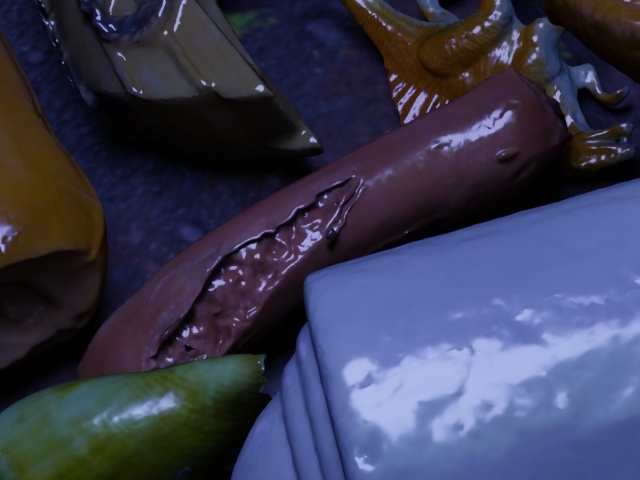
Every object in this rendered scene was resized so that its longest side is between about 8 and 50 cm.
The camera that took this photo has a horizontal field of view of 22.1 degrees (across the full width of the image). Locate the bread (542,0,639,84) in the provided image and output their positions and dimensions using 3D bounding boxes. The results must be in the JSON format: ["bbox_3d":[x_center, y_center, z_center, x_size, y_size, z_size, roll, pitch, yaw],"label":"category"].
[{"bbox_3d":[0.296,-0.127,0.775,0.340,0.194,0.179,5,21,-24],"label":"bread"}]

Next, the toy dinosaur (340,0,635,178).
[{"bbox_3d":[0.080,-0.100,0.957,0.212,0.057,0.142,-3,73,22],"label":"toy dinosaur"}]

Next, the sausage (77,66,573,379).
[{"bbox_3d":[0.000,0.000,0.867,0.304,0.078,0.078,-31,55,-11],"label":"sausage"}]

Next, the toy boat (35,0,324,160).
[{"bbox_3d":[-0.107,-0.218,1.018,0.162,0.136,0.445,-30,56,9],"label":"toy boat"}]

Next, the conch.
[{"bbox_3d":[-0.105,0.107,0.798,0.200,0.095,0.080,-18,69,9],"label":"conch"}]

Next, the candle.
[{"bbox_3d":[0.105,0.091,0.696,0.342,0.221,0.221,-16,53,-2],"label":"candle"}]

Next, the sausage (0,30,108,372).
[{"bbox_3d":[-0.234,-0.074,0.944,0.134,0.116,0.354,-36,52,1],"label":"sausage"}]
